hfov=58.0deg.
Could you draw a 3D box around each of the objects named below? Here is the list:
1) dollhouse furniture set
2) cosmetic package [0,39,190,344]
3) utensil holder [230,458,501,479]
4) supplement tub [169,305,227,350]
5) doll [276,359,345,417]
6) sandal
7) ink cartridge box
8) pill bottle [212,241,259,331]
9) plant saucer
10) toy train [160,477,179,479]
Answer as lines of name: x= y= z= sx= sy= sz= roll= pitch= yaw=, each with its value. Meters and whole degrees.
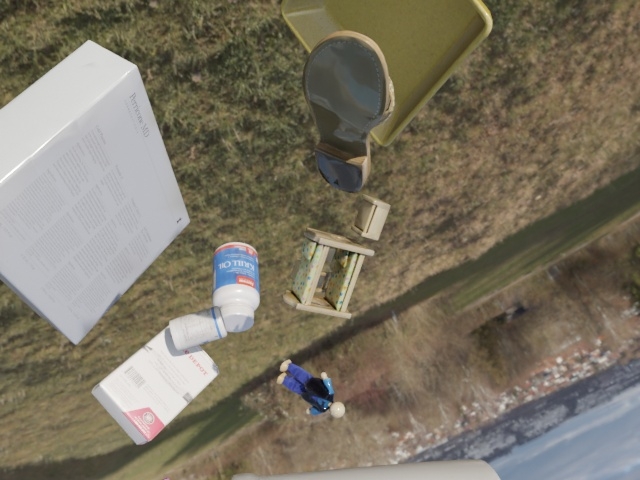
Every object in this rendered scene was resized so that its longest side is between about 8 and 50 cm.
dollhouse furniture set: x=0.000 y=0.000 z=0.894 sx=0.101 sy=0.161 sz=0.181 roll=14 pitch=101 yaw=-25
cosmetic package: x=-0.343 y=-0.046 z=0.831 sx=0.284 sy=0.098 sz=0.377 roll=-50 pitch=162 yaw=-25
utensil holder: x=0.073 y=0.491 z=0.831 sx=0.386 sy=0.327 sz=0.327 roll=-5 pitch=153 yaw=-2
supplement tub: x=-0.257 y=0.185 z=1.220 sx=0.107 sy=0.071 sz=0.071 roll=-17 pitch=154 yaw=-8
doll: x=-0.019 y=0.368 z=1.397 sx=0.046 sy=0.189 sz=0.129 roll=-16 pitch=127 yaw=-55
sandal: x=0.038 y=-0.147 z=0.602 sx=0.079 sy=0.088 sz=0.240 roll=-60 pitch=167 yaw=-24
ink cartridge box: x=-0.354 y=0.306 z=1.258 sx=0.218 sy=0.158 sz=0.092 roll=-42 pitch=-177 yaw=-40
pill bottle: x=-0.223 y=0.124 z=1.525 sx=0.124 sy=0.221 sz=0.124 roll=-5 pitch=141 yaw=-4
plant saucer: x=0.103 y=-0.372 z=0.940 sx=0.081 sy=0.332 sz=0.333 roll=-32 pitch=173 yaw=-30
toy train: x=-0.245 y=0.495 z=1.044 sx=0.166 sy=0.125 sz=0.046 roll=5 pitch=-172 yaw=36
